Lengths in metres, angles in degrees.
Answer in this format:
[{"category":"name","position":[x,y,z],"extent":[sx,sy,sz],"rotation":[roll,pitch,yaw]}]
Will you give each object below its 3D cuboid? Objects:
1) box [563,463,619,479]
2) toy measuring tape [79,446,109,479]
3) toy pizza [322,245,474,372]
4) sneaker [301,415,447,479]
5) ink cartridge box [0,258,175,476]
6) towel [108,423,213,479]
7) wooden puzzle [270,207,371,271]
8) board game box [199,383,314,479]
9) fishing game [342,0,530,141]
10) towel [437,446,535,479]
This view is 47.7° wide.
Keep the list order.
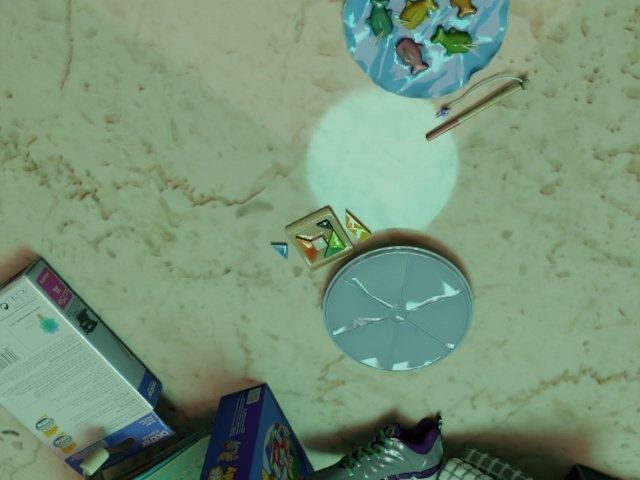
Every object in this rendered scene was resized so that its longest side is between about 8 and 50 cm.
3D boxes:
[{"category":"box","position":[0.414,0.470,1.109],"extent":[0.153,0.108,0.207],"rotation":[24,115,-9]},{"category":"toy measuring tape","position":[-0.300,0.428,1.090],"extent":[0.121,0.121,0.330],"rotation":[11,134,-3]},{"category":"toy pizza","position":[0.103,0.091,0.970],"extent":[0.201,0.032,0.201],"rotation":[1,119,2]},{"category":"sneaker","position":[0.075,0.311,1.053],"extent":[0.223,0.083,0.098],"rotation":[-9,107,-16]},{"category":"ink cartridge box","position":[-0.365,0.192,1.027],"extent":[0.185,0.065,0.311],"rotation":[-31,110,17]},{"category":"towel","position":[-0.239,0.468,1.083],"extent":[0.271,0.040,0.370],"rotation":[-26,127,-24]},{"category":"wooden puzzle","position":[0.000,0.000,0.937],"extent":[0.116,0.014,0.078],"rotation":[-32,111,18]},{"category":"board game box","position":[-0.078,0.395,0.958],"extent":[0.078,0.347,0.233],"rotation":[-19,115,13]},{"category":"fishing game","position":[0.118,-0.241,0.794],"extent":[0.189,0.041,0.264],"rotation":[-28,113,19]},{"category":"towel","position":[0.272,0.470,1.037],"extent":[0.235,0.121,0.284],"rotation":[22,115,39]}]
